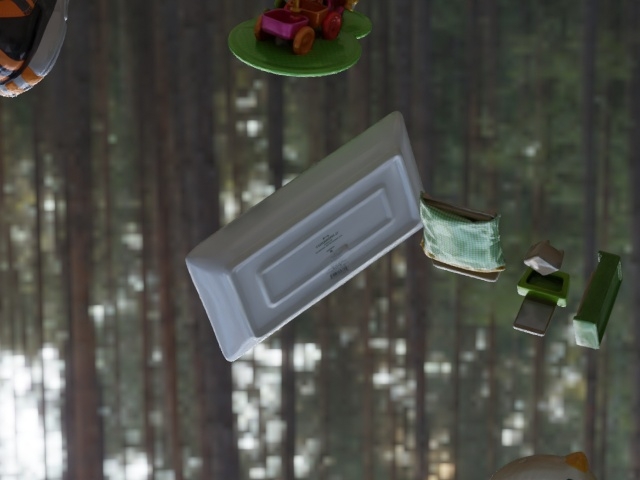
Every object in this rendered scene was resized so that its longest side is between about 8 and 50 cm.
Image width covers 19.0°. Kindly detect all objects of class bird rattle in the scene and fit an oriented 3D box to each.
[{"bbox_3d":[0.275,0.357,2.323,0.253,0.207,0.143,-15,-168,27],"label":"bird rattle"}]

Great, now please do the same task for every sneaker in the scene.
[{"bbox_3d":[-0.340,-0.317,1.995,0.124,0.180,0.321,-26,-138,27],"label":"sneaker"}]

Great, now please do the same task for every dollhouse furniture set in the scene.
[{"bbox_3d":[0.129,0.026,1.325,0.151,0.059,0.076,16,153,20],"label":"dollhouse furniture set"}]

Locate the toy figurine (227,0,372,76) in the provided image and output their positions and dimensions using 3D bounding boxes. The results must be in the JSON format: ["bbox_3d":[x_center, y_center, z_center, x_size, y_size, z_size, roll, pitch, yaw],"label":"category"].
[{"bbox_3d":[-0.005,-0.262,1.823,0.130,0.159,0.173,24,-146,28],"label":"toy figurine"}]

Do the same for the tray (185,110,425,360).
[{"bbox_3d":[0.000,0.000,1.879,0.270,0.145,0.030,-35,-139,-20],"label":"tray"}]
